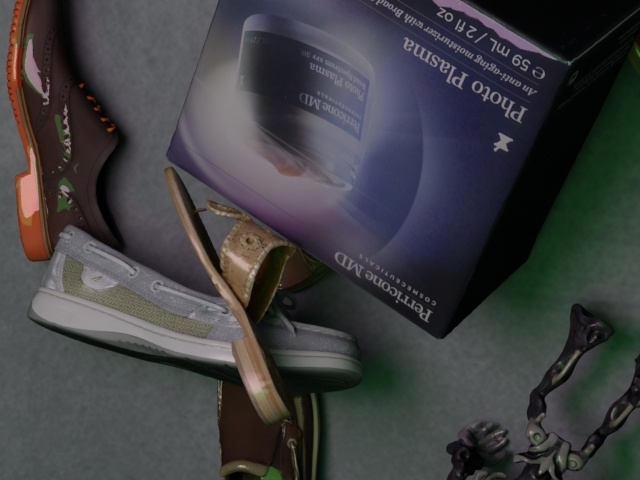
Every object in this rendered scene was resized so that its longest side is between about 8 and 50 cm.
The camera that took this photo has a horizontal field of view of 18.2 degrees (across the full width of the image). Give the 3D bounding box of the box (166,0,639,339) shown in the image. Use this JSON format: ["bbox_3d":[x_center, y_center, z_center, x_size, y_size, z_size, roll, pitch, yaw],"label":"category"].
[{"bbox_3d":[0.067,-0.131,1.642,0.296,0.183,0.294,33,129,15],"label":"box"}]

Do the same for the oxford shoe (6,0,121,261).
[{"bbox_3d":[-0.235,-0.118,1.864,0.098,0.097,0.271,-3,101,4],"label":"oxford shoe"}]

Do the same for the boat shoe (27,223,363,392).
[{"bbox_3d":[-0.108,0.063,1.763,0.320,0.118,0.103,11,80,26],"label":"boat shoe"}]

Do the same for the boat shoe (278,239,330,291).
[{"bbox_3d":[0.000,0.000,1.798,0.135,0.045,0.050,-41,80,19],"label":"boat shoe"}]

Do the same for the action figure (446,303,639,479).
[{"bbox_3d":[0.187,0.200,1.701,0.164,0.141,0.276,36,91,12],"label":"action figure"}]

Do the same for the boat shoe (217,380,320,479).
[{"bbox_3d":[-0.050,0.193,1.810,0.095,0.095,0.257,-12,91,21],"label":"boat shoe"}]

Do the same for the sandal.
[{"bbox_3d":[-0.051,0.032,1.654,0.079,0.088,0.240,-24,68,4],"label":"sandal"}]

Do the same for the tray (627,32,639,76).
[{"bbox_3d":[0.391,-0.315,1.604,0.411,0.076,0.203,-33,83,21],"label":"tray"}]
